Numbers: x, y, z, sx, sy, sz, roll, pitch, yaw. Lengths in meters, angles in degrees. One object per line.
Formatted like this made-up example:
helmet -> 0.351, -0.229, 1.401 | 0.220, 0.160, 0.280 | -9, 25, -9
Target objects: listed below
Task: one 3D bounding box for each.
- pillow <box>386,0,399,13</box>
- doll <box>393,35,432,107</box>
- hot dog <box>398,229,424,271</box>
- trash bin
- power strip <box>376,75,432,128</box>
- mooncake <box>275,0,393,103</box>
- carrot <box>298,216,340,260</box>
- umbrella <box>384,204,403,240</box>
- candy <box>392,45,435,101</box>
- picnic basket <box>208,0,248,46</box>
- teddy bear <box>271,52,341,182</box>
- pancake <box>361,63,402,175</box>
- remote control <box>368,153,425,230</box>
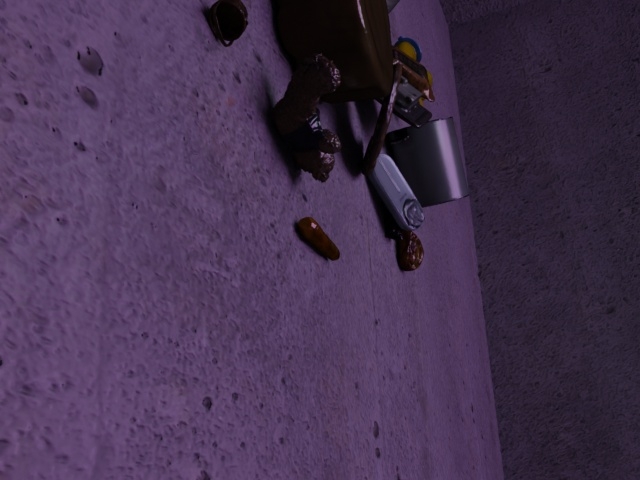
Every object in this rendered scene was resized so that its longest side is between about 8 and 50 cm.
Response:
pillow -> 0.204, -0.757, 1.947 | 0.078, 0.254, 0.144 | 40, 32, -2
doll -> 0.320, -0.609, 2.274 | 0.199, 0.145, 0.363 | 41, 36, -51
hot dog -> 0.273, 0.022, 1.935 | 0.099, 0.065, 0.147 | 39, 46, -45
trash bin -> 0.353, -0.251, 2.065 | 0.277, 0.217, 0.263 | -18, 97, -42
power strip -> 0.224, -0.441, 1.859 | 0.257, 0.092, 0.251 | 37, 19, 3
mooncake -> 0.038, -0.500, 1.447 | 0.378, 0.200, 0.379 | -8, 90, -72
carrot -> 0.000, 0.000, 1.298 | 0.171, 0.042, 0.042 | 46, 38, -59
umbrella -> 0.213, -0.117, 1.865 | 0.066, 0.059, 0.236 | 68, 18, -73
candy -> 0.280, -0.560, 2.095 | 0.271, 0.101, 0.143 | 17, 58, -35
picnic basket -> -0.157, -0.362, 1.046 | 0.083, 0.072, 0.072 | -74, 146, -51
teddy bear -> -0.029, -0.236, 1.225 | 0.182, 0.129, 0.251 | -106, -170, -58
pancake -> 0.158, -0.308, 1.643 | 0.286, 0.033, 0.288 | 104, 2, -78
remote control -> 0.214, -0.134, 1.793 | 0.247, 0.052, 0.104 | 56, 48, -14
